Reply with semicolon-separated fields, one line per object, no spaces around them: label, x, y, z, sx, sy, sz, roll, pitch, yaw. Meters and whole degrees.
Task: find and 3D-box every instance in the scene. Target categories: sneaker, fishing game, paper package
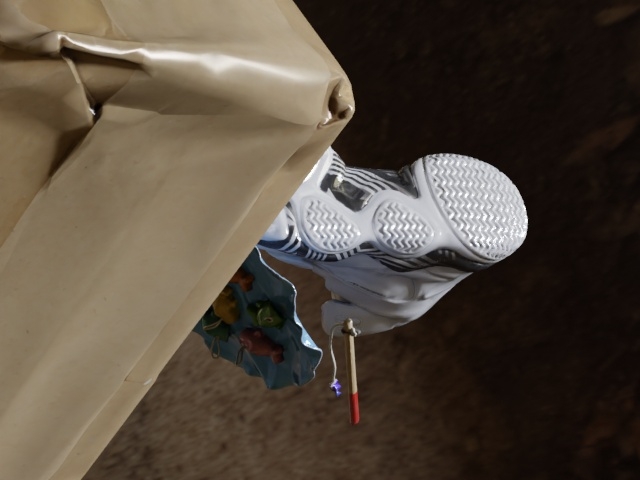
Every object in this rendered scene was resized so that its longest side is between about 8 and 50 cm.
sneaker;0.000;0.000;1.714;0.365;0.210;0.137;7;58;-21
fishing game;-0.078;0.059;1.496;0.264;0.189;0.041;29;55;25
paper package;-0.187;-0.061;0.727;0.168;0.309;0.325;7;40;-45
